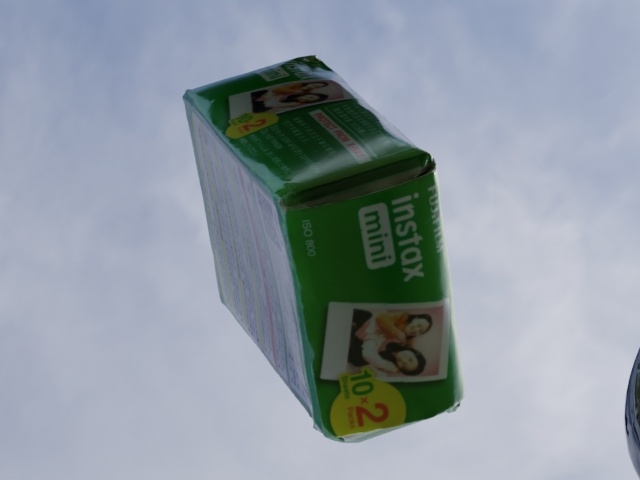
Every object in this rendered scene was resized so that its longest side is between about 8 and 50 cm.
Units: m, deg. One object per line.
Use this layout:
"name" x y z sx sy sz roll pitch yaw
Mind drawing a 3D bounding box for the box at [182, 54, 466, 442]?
"box" 0.000 0.000 1.246 0.103 0.250 0.180 -16 -64 -14

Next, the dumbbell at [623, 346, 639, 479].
"dumbbell" 0.245 0.154 0.791 0.179 0.179 0.406 -46 -52 -26
